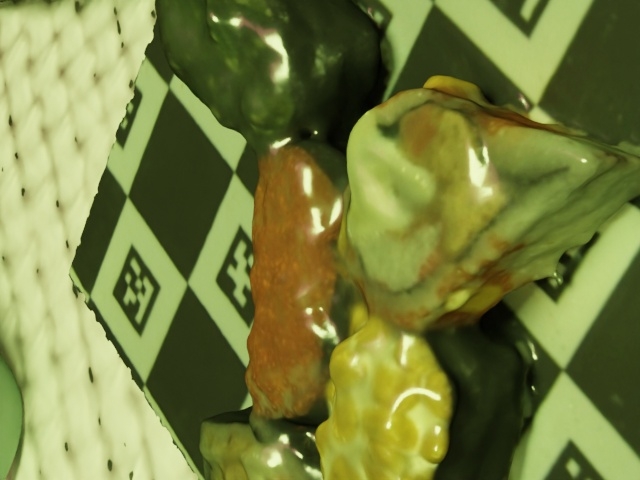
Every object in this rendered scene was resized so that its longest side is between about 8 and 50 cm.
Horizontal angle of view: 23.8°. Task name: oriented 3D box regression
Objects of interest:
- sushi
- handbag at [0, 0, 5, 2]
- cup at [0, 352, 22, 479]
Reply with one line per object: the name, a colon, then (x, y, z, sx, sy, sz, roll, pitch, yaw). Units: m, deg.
sushi: (0.000, 0.000, 0.545, 0.359, 0.064, 0.343, 53, 131, 36)
handbag: (-0.157, -0.258, 0.945, 0.315, 0.109, 0.241, 8, 79, 62)
cup: (-0.384, 0.121, 0.904, 0.310, 0.401, 0.392, 104, 161, -50)
